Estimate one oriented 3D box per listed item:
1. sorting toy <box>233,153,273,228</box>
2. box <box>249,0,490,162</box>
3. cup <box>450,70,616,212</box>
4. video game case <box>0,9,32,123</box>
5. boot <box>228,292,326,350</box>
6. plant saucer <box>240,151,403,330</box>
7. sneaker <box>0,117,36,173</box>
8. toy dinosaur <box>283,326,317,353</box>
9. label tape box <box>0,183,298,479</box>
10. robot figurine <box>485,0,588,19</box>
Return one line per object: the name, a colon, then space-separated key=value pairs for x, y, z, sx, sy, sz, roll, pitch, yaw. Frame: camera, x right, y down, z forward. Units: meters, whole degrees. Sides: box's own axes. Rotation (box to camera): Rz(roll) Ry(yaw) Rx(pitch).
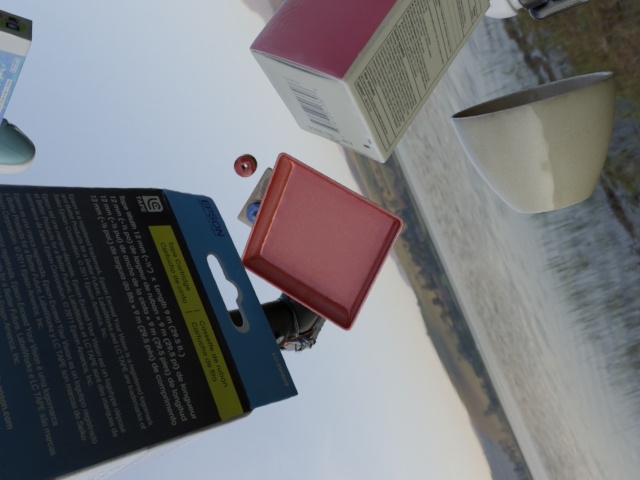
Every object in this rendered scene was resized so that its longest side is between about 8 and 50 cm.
sorting toy: x=-0.081 y=-0.055 z=1.289 sx=0.274 sy=0.132 sz=0.046 roll=32 pitch=-161 yaw=-5
box: x=0.060 y=-0.228 z=0.660 sx=0.127 sy=0.232 sz=0.148 roll=28 pitch=168 yaw=30
cup: x=0.466 y=-0.195 z=1.326 sx=0.331 sy=0.331 sz=0.237 roll=-76 pitch=-29 yaw=-75
video game case: x=-0.655 y=-0.299 z=1.059 sx=0.244 sy=0.269 sz=0.061 roll=12 pitch=-131 yaw=-36
boot: x=-0.152 y=0.181 z=1.652 sx=0.146 sy=0.367 sz=0.445 roll=32 pitch=-156 yaw=37
plant saucer: x=0.000 y=0.000 z=1.154 sx=0.258 sy=0.259 sz=0.048 roll=31 pitch=-150 yaw=13
sneaker: x=-0.740 y=-0.264 z=1.247 sx=0.366 sy=0.150 sz=0.135 roll=32 pitch=-122 yaw=-28
toy dinosaur: x=-0.056 y=0.262 z=1.622 sx=0.082 sy=0.047 sz=0.090 roll=21 pitch=-126 yaw=-22
label tape box: x=-0.211 y=0.080 z=0.550 sx=0.348 sy=0.115 sz=0.249 roll=-2 pitch=-118 yaw=-52
robot figurine: x=0.340 y=-0.458 z=0.946 sx=0.173 sy=0.278 sz=0.209 roll=-26 pitch=-84 yaw=-59
